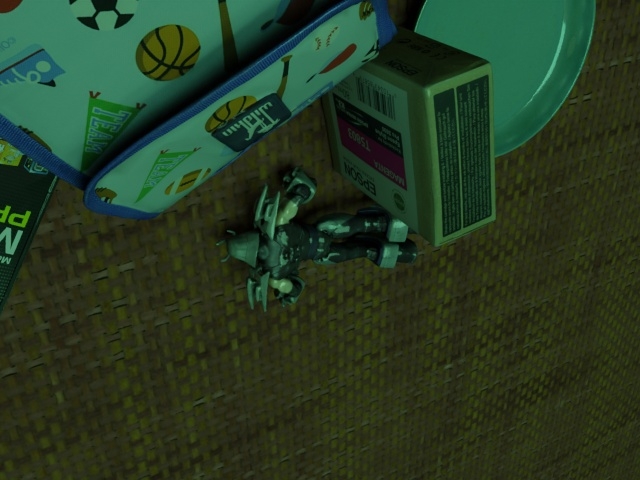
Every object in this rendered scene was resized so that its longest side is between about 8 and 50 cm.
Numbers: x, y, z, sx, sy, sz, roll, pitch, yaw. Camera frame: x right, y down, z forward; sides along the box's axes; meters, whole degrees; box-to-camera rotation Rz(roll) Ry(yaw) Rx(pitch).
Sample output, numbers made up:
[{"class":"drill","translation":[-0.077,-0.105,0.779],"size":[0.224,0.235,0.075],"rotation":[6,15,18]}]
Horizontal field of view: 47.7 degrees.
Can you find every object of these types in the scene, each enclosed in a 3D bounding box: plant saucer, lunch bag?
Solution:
[{"class":"plant saucer","translation":[0.237,-0.262,0.969],"size":[0.318,0.044,0.317],"rotation":[-16,124,-25]},{"class":"lunch bag","translation":[-0.138,-0.207,0.615],"size":[0.328,0.238,0.385],"rotation":[-35,140,6]}]

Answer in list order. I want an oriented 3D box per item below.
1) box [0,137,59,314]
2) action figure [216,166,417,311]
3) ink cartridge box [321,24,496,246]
[{"class":"box","translation":[-0.401,-0.045,0.668],"size":[0.270,0.060,0.216],"rotation":[18,105,-39]},{"class":"action figure","translation":[0.000,0.000,0.940],"size":[0.285,0.099,0.185],"rotation":[-4,126,-27]},{"class":"ink cartridge box","translation":[0.091,-0.132,0.823],"size":[0.088,0.235,0.193],"rotation":[-24,127,-19]}]
